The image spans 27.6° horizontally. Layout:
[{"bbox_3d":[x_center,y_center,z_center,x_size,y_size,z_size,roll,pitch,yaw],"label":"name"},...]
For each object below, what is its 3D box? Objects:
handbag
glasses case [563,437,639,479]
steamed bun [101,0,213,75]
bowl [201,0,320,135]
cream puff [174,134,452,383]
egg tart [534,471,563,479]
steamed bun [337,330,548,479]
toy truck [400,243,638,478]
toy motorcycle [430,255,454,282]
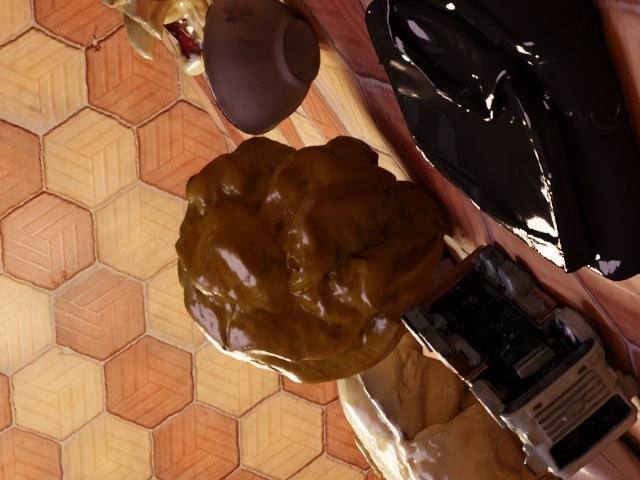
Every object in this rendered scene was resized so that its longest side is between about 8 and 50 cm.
[{"bbox_3d":[0.130,-0.109,0.954,0.275,0.088,0.244,50,168,52],"label":"handbag"},{"bbox_3d":[0.303,0.243,1.506,0.113,0.075,0.297,56,174,-29],"label":"glasses case"},{"bbox_3d":[-0.291,-0.437,2.086,0.428,0.189,0.247,57,167,-10],"label":"steamed bun"},{"bbox_3d":[-0.056,-0.228,1.611,0.086,0.189,0.189,-6,129,34],"label":"bowl"},{"bbox_3d":[-0.002,-0.001,1.585,0.324,0.291,0.257,49,135,-2],"label":"cream puff"},{"bbox_3d":[0.318,0.374,1.562,0.341,0.132,0.341,27,-173,-4],"label":"egg tart"},{"bbox_3d":[0.190,0.285,1.902,0.372,0.230,0.325,51,172,25],"label":"steamed bun"},{"bbox_3d":[0.211,0.130,1.370,0.162,0.136,0.305,51,179,-23],"label":"toy truck"},{"bbox_3d":[0.143,0.054,1.765,0.225,0.073,0.152,66,163,-14],"label":"toy motorcycle"}]
